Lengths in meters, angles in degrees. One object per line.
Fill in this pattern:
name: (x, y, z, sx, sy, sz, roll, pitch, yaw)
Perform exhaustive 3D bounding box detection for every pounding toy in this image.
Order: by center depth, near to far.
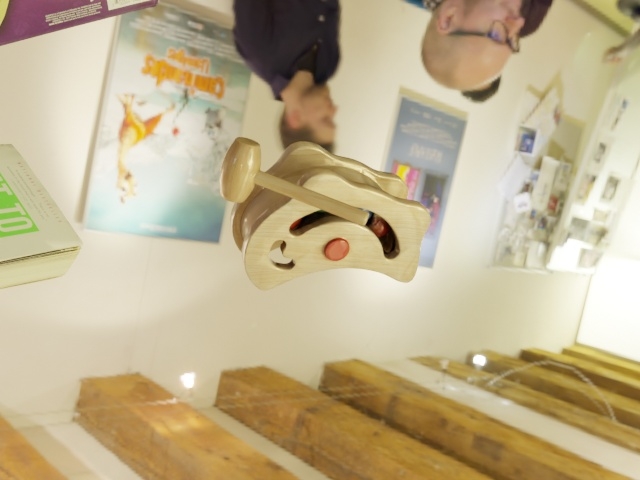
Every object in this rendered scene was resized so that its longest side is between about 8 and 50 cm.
pounding toy: (0.000, 0.000, 0.758, 0.270, 0.154, 0.155, 16, -154, -29)

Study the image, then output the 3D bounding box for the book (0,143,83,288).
book: (-0.226, -0.012, 0.408, 0.096, 0.035, 0.144, 53, -147, 15)

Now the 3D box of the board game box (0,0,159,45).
board game box: (-0.265, -0.194, 0.399, 0.347, 0.208, 0.056, -25, -121, -26)
